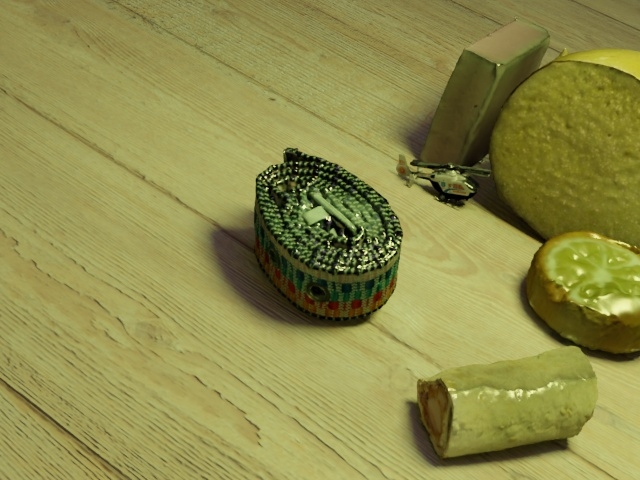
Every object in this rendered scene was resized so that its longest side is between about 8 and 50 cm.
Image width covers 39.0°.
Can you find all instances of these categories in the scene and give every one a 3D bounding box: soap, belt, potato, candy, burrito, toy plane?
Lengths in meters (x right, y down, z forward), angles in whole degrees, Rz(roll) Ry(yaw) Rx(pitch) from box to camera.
[{"bbox_3d":[0.359,-0.307,1.941,0.107,0.286,0.296,33,37,17],"label":"soap"},{"bbox_3d":[0.000,0.000,1.491,0.206,0.161,0.295,-35,56,-28],"label":"belt"},{"bbox_3d":[0.593,-0.184,1.766,0.442,0.386,0.319,34,42,22],"label":"potato"},{"bbox_3d":[0.493,0.086,1.606,0.259,0.118,0.260,9,35,-6],"label":"candy"},{"bbox_3d":[0.289,0.231,1.337,0.299,0.105,0.143,-5,37,-25],"label":"burrito"},{"bbox_3d":[0.244,-0.124,1.826,0.197,0.078,0.053,15,35,23],"label":"toy plane"}]
